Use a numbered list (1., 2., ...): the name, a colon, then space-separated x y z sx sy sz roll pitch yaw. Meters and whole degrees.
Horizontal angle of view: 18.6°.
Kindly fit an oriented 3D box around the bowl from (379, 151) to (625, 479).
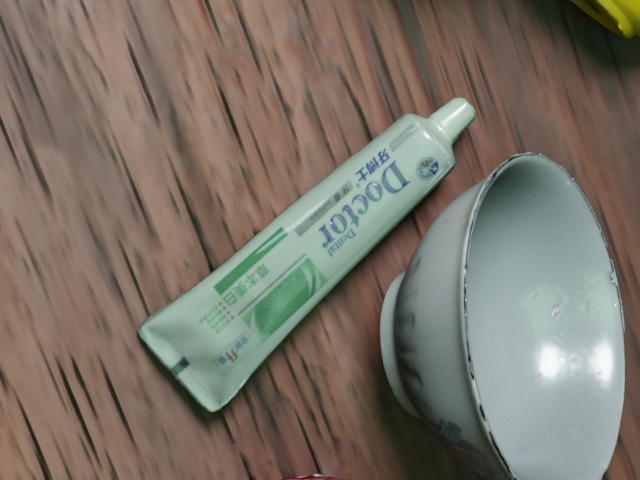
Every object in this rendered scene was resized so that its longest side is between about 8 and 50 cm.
1. bowl: 0.087 0.052 1.043 0.086 0.189 0.189 -9 105 32

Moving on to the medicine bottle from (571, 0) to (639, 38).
1. medicine bottle: 0.229 -0.251 1.046 0.111 0.076 0.309 39 89 -16

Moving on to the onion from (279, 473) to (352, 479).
1. onion: -0.003 0.239 1.045 0.230 0.163 0.230 -6 75 22

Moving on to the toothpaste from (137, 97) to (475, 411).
1. toothpaste: 0.000 0.000 1.059 0.218 0.041 0.064 -42 93 0
